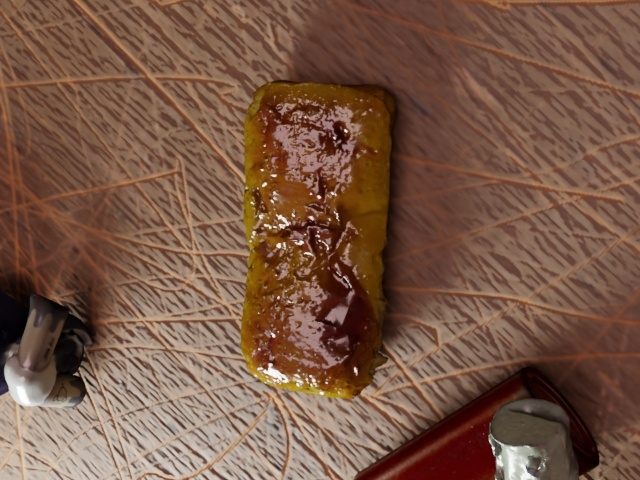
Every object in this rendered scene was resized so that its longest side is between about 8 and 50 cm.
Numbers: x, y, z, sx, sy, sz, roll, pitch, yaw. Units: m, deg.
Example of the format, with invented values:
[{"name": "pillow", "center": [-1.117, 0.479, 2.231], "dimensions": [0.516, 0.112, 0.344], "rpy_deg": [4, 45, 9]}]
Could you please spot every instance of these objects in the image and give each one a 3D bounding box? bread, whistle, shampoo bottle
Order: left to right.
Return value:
[{"name": "bread", "center": [0.001, 0.000, 0.804], "dimensions": [0.139, 0.077, 0.271], "rpy_deg": [8, 104, 17]}, {"name": "shampoo bottle", "center": [0.108, 0.215, 0.824], "dimensions": [0.260, 0.064, 0.102], "rpy_deg": [-38, 94, 26]}, {"name": "whistle", "center": [0.188, 0.284, 0.751], "dimensions": [0.133, 0.142, 0.346], "rpy_deg": [-24, 117, -17]}]

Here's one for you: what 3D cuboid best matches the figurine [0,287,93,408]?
[{"name": "figurine", "center": [-0.354, 0.116, 0.945], "dimensions": [0.222, 0.145, 0.145], "rpy_deg": [8, 107, 18]}]
